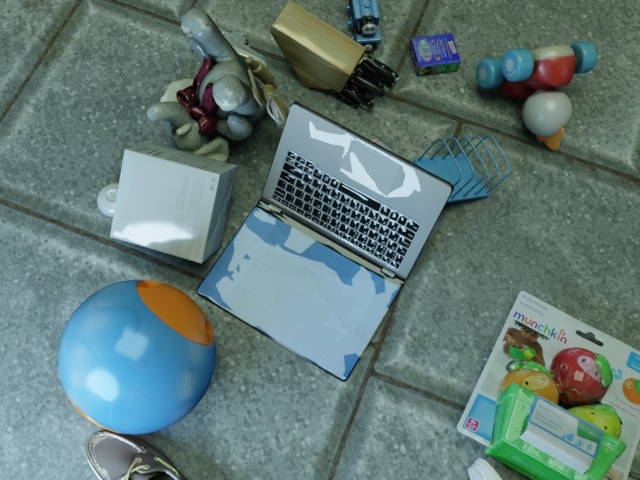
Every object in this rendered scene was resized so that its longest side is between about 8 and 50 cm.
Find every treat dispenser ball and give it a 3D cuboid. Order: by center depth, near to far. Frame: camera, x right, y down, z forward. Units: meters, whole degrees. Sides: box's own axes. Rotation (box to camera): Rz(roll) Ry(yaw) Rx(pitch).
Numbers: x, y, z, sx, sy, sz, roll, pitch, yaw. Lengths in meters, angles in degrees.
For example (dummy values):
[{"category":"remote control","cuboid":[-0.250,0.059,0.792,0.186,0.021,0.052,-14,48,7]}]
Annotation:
[{"category":"treat dispenser ball","cuboid":[-0.342,0.217,1.330,0.288,0.288,0.288,1,67,-1]}]

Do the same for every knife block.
[{"category":"knife block","cuboid":[0.045,-0.426,1.643,0.242,0.276,0.088,12,63,36]}]

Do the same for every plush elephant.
[{"category":"plush elephant","cuboid":[-0.264,-0.301,1.580,0.255,0.330,0.272,-31,71,10]}]

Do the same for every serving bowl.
[{"category":"serving bowl","cuboid":[-0.467,-0.096,1.599,0.083,0.027,0.083,0,66,-1]}]

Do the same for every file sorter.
[{"category":"file sorter","cuboid":[0.319,-0.165,1.574,0.170,0.104,0.118,-10,65,-35]}]

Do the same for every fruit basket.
[{"category":"fruit basket","cuboid":[0.484,0.303,1.389,0.327,0.165,0.353,29,66,10]}]

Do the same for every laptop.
[{"category":"laptop","cuboid":[0.000,0.000,1.468,0.382,0.408,0.236,29,36,10]}]

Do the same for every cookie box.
[{"category":"cookie box","cuboid":[0.286,-0.466,1.767,0.107,0.040,0.092,-8,68,-5]}]

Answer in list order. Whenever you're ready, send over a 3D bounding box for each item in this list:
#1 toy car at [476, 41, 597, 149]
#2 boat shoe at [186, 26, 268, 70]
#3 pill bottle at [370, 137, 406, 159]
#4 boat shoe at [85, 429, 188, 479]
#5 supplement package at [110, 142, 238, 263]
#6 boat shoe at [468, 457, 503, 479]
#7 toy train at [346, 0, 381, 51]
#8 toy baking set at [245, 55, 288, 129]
[{"category":"toy car","cuboid":[0.517,-0.330,1.669,0.219,0.210,0.238,-10,96,-20]},{"category":"boat shoe","cuboid":[-0.218,-0.483,1.740,0.227,0.079,0.081,26,73,12]},{"category":"pill bottle","cuboid":[0.162,-0.155,1.609,0.160,0.087,0.087,40,72,14]},{"category":"boat shoe","cuboid":[-0.320,0.463,1.331,0.324,0.097,0.116,36,71,12]},{"category":"supplement package","cuboid":[-0.306,-0.084,1.491,0.203,0.149,0.194,16,105,4]},{"category":"boat shoe","cuboid":[0.328,0.550,1.313,0.096,0.098,0.277,-18,70,-10]},{"category":"toy train","cuboid":[0.109,-0.568,1.770,0.080,0.105,0.184,-5,67,-3]},{"category":"toy baking set","cuboid":[-0.106,-0.319,1.577,0.030,0.256,0.197,-29,69,10]}]
